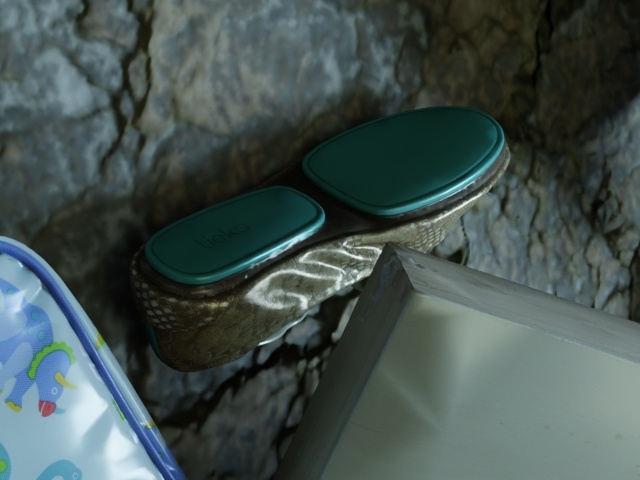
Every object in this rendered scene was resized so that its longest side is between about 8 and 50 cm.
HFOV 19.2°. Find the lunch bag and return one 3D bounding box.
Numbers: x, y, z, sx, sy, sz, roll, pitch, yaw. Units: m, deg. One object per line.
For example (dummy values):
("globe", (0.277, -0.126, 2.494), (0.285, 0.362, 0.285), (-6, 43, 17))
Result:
("lunch bag", (-0.137, 0.112, 0.713), (0.176, 0.090, 0.219), (-43, 119, -27))

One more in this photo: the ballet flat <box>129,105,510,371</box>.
("ballet flat", (0.000, 0.000, 0.841), (0.206, 0.073, 0.067), (-23, 136, -33))

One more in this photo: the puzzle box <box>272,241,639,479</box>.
("puzzle box", (0.158, 0.181, 0.827), (0.409, 0.052, 0.272), (19, 110, -18))
